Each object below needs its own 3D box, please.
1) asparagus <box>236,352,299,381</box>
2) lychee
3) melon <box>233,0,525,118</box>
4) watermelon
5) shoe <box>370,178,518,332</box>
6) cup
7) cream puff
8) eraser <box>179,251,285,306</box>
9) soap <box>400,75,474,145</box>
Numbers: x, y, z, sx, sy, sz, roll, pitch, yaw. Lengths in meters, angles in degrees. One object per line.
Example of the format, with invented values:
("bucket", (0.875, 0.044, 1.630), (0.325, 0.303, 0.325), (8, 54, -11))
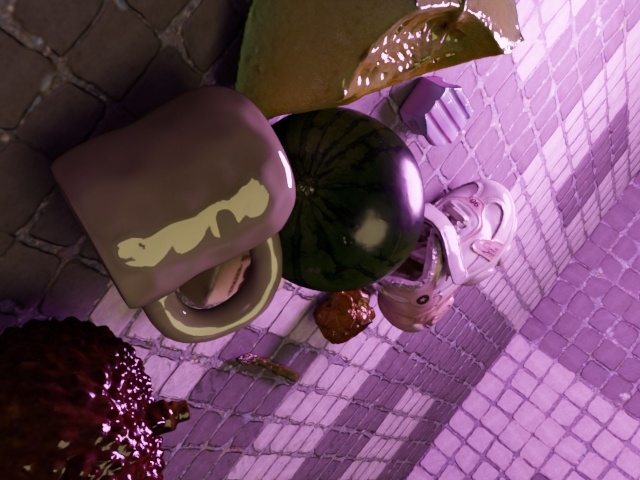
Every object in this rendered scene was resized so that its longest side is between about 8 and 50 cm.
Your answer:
("asparagus", (-0.091, 0.227, 1.359), (0.024, 0.025, 0.248), (-39, 153, 5))
("lychee", (-0.287, 0.214, 0.789), (0.304, 0.275, 0.275), (-16, 141, -12))
("melon", (0.096, -0.263, 0.884), (0.343, 0.226, 0.331), (-28, 147, -57))
("watermelon", (0.013, -0.052, 0.959), (0.242, 0.242, 0.242), (-37, 149, -27))
("shoe", (0.236, 0.010, 1.447), (0.351, 0.172, 0.198), (-51, 149, -7))
("cup", (-0.125, -0.013, 0.778), (0.202, 0.255, 0.173), (-30, -171, -16))
("cream puff", (0.042, 0.131, 1.387), (0.116, 0.094, 0.122), (-25, 165, -36))
("eraser", (-0.108, 0.026, 1.063), (0.172, 0.058, 0.117), (-8, 128, -53))
("soap", (0.190, -0.212, 1.242), (0.100, 0.056, 0.149), (-56, 153, 3))
